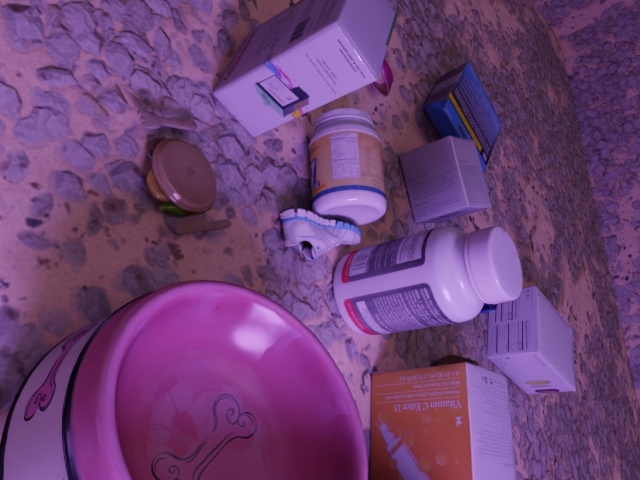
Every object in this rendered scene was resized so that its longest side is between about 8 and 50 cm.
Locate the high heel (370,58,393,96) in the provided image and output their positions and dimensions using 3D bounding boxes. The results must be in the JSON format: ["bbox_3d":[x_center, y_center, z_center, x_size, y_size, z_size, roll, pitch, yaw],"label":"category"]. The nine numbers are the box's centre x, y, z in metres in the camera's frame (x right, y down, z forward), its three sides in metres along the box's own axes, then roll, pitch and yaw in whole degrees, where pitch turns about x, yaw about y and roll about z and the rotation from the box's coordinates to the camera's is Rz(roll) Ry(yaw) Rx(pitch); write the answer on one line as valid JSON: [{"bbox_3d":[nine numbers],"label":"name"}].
[{"bbox_3d":[0.098,-0.445,1.305,0.244,0.082,0.117,39,38,-52],"label":"high heel"}]

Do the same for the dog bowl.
[{"bbox_3d":[-0.117,0.222,0.620,0.408,0.150,0.408,32,35,-25],"label":"dog bowl"}]

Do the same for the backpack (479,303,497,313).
[{"bbox_3d":[0.392,0.122,1.412,0.120,0.101,0.098,44,44,-25],"label":"backpack"}]

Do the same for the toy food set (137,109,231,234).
[{"bbox_3d":[-0.214,-0.097,0.834,0.132,0.038,0.192,-8,76,-58],"label":"toy food set"}]

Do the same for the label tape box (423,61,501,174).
[{"bbox_3d":[0.415,-0.345,1.622,0.240,0.106,0.333,54,42,-20],"label":"label tape box"}]

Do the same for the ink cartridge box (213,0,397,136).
[{"bbox_3d":[-0.027,-0.322,0.949,0.117,0.278,0.201,46,45,-33],"label":"ink cartridge box"}]

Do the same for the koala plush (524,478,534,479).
[{"bbox_3d":[0.355,0.566,1.051,0.196,0.203,0.221,17,101,-56],"label":"koala plush"}]

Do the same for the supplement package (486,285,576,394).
[{"bbox_3d":[0.604,0.291,1.565,0.262,0.145,0.204,40,48,-33],"label":"supplement package"}]

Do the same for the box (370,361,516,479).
[{"bbox_3d":[0.222,0.418,1.001,0.168,0.215,0.345,27,55,-41],"label":"box"}]

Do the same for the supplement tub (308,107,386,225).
[{"bbox_3d":[0.051,-0.141,1.074,0.144,0.144,0.199,18,62,-46],"label":"supplement tub"}]

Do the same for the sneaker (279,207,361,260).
[{"bbox_3d":[0.000,0.000,1.029,0.191,0.071,0.083,12,72,-38],"label":"sneaker"}]

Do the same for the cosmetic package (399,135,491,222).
[{"bbox_3d":[0.317,-0.151,1.391,0.151,0.151,0.183,-4,80,-51],"label":"cosmetic package"}]

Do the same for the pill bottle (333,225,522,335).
[{"bbox_3d":[0.195,0.073,1.022,0.176,0.318,0.176,21,61,-45],"label":"pill bottle"}]

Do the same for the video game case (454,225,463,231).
[{"bbox_3d":[0.420,0.051,1.544,0.166,0.015,0.119,39,49,-34],"label":"video game case"}]

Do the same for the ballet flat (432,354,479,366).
[{"bbox_3d":[0.330,0.421,1.201,0.116,0.124,0.342,17,63,-45],"label":"ballet flat"}]
